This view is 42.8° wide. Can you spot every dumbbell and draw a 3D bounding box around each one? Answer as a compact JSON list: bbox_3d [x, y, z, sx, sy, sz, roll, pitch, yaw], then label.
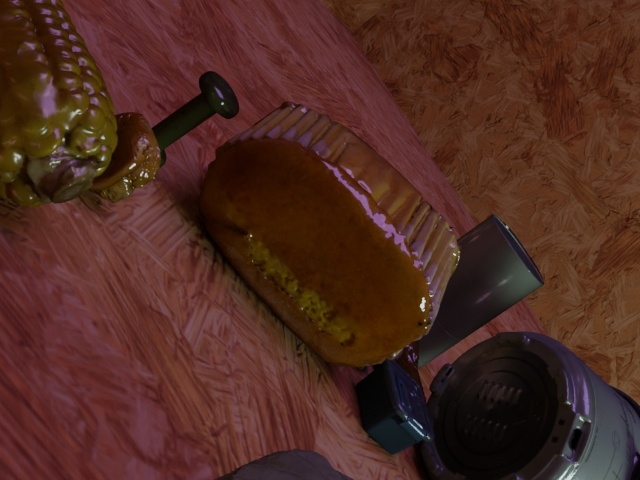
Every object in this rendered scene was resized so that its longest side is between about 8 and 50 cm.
[{"bbox_3d":[-0.137,-0.118,0.809,0.052,0.118,0.046,37,26,-50],"label":"dumbbell"}]

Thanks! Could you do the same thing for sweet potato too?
[{"bbox_3d":[0.099,0.139,1.052,0.067,0.067,0.274,43,20,-33],"label":"sweet potato"}]

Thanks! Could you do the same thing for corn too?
[{"bbox_3d":[-0.258,-0.177,0.598,0.363,0.120,0.120,56,16,16],"label":"corn"}]

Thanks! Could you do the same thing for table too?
[{"bbox_3d":[0.199,0.075,1.191,0.126,0.220,0.126,47,19,-21],"label":"table"}]

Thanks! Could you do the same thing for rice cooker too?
[{"bbox_3d":[0.261,0.251,0.978,0.227,0.280,0.241,39,65,-33],"label":"rice cooker"}]

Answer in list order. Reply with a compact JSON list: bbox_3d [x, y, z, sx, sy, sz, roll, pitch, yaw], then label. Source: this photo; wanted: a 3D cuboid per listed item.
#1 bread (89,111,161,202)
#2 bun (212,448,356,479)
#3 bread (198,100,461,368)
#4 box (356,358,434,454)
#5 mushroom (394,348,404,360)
[{"bbox_3d":[-0.171,-0.070,0.692,0.046,0.081,0.083,53,45,-40],"label":"bread"},{"bbox_3d":[-0.001,0.222,0.497,0.195,0.118,0.195,52,15,-20],"label":"bun"},{"bbox_3d":[0.000,0.000,0.864,0.288,0.204,0.156,48,38,-9],"label":"bread"},{"bbox_3d":[0.080,0.187,0.916,0.074,0.054,0.099,48,17,-27],"label":"box"},{"bbox_3d":[0.061,0.117,0.989,0.083,0.067,0.083,35,-15,11],"label":"mushroom"}]
